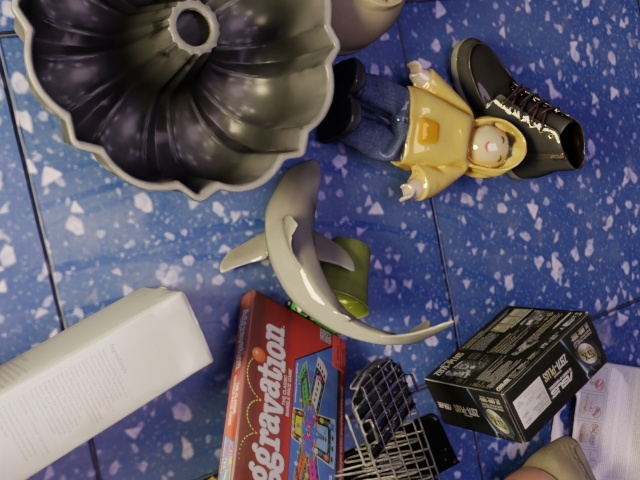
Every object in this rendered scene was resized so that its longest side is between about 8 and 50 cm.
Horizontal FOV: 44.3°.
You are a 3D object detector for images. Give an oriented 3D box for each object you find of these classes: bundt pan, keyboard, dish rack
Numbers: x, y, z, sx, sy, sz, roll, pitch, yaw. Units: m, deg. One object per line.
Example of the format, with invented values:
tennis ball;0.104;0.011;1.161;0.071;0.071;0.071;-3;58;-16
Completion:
bundt pan;-0.149;-0.201;0.797;0.330;0.124;0.331;1;88;-31
keyboard;0.088;0.296;0.994;0.192;0.038;0.100;-15;74;-30
dish rack;0.082;0.271;0.861;0.272;0.074;0.208;71;19;0

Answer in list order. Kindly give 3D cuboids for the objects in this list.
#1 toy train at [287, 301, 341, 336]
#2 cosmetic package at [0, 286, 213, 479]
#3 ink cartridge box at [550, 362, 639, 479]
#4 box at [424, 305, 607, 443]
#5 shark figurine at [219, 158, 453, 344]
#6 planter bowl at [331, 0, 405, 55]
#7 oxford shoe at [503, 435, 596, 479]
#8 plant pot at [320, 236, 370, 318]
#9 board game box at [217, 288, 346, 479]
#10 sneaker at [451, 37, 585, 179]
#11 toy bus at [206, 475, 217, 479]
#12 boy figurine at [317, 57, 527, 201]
toy train;-0.004;0.093;0.938;0.083;0.023;0.017;32;73;-27
cosmetic package;-0.230;0.133;0.747;0.231;0.117;0.086;-29;104;-27
ink cartridge box;0.445;0.278;1.206;0.224;0.056;0.181;10;83;-12
box;0.253;0.168;1.022;0.180;0.147;0.078;-35;107;-28
shark figurine;-0.002;0.025;0.832;0.166;0.116;0.278;-28;63;-18
planter bowl;0.041;-0.310;0.924;0.162;0.109;0.162;1;88;-31
oxford shoe;0.389;0.465;1.109;0.146;0.140;0.397;-32;107;-35
plant pot;0.027;0.041;0.933;0.083;0.083;0.079;31;62;-27
board game box;-0.034;0.195;0.827;0.145;0.027;0.281;32;39;-28
sneaker;0.271;-0.184;1.056;0.083;0.118;0.222;-45;111;-24
toy bus;-0.126;0.393;0.799;0.211;0.149;0.220;-30;107;-14
boy figurine;0.135;-0.129;0.990;0.285;0.092;0.177;15;79;-27
